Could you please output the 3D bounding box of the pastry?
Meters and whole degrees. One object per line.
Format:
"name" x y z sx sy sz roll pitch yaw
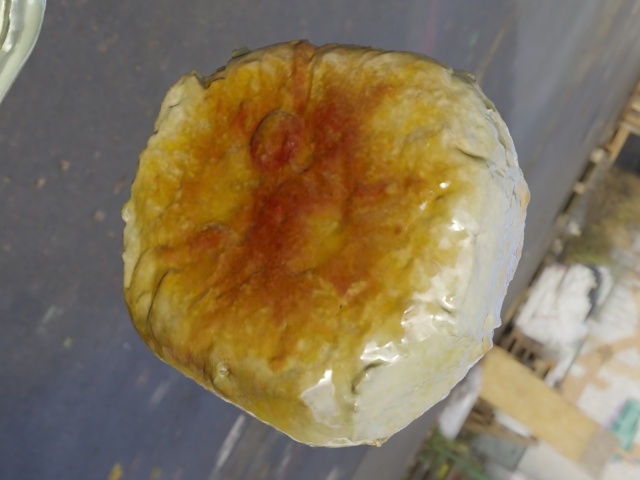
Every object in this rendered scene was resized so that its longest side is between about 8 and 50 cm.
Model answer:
"pastry" 0.000 0.000 0.631 0.093 0.192 0.182 35 71 -54

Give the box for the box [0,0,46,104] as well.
"box" -0.244 -0.172 0.585 0.178 0.274 0.138 -3 148 -38
